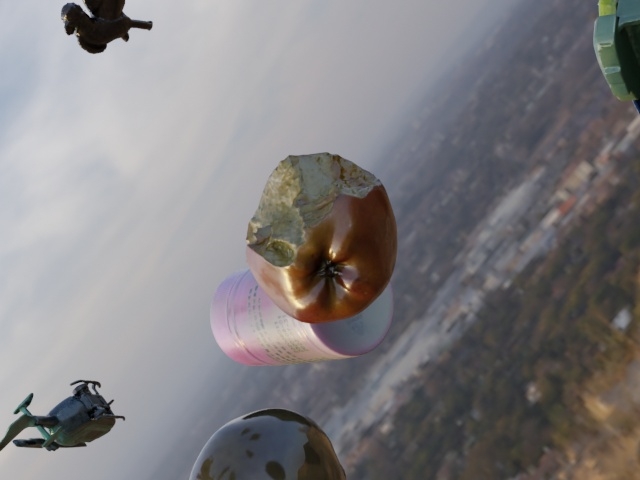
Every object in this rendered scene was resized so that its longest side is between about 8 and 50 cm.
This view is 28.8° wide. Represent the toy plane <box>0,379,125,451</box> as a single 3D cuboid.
[{"bbox_3d":[-0.309,0.218,1.498,0.096,0.060,0.235,-42,-17,6],"label":"toy plane"}]

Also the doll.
[{"bbox_3d":[-0.299,-0.329,1.729,0.165,0.057,0.139,-19,-62,-56],"label":"doll"}]

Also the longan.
[{"bbox_3d":[-0.062,0.303,1.499,0.196,0.197,0.220,-49,31,35],"label":"longan"}]

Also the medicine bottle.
[{"bbox_3d":[-0.031,0.096,1.738,0.254,0.152,0.152,-13,34,55],"label":"medicine bottle"}]

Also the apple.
[{"bbox_3d":[0.003,0.007,1.229,0.156,0.147,0.158,-21,39,7],"label":"apple"}]

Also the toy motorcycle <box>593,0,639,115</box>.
[{"bbox_3d":[0.477,-0.191,1.582,0.191,0.326,0.200,-2,53,31],"label":"toy motorcycle"}]
